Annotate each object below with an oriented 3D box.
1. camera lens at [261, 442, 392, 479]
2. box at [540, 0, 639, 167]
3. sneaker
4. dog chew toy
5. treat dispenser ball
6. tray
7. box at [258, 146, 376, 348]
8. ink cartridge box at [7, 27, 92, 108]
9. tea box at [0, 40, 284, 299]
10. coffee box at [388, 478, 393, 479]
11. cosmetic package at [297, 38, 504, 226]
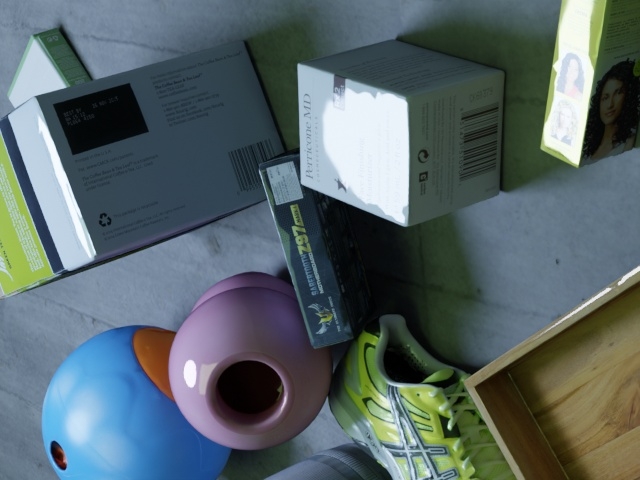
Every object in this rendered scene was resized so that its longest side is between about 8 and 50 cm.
[{"bbox_3d":[-0.007,0.402,1.873,0.219,0.274,0.219,26,126,43],"label":"camera lens"},{"bbox_3d":[0.276,-0.192,1.394,0.058,0.087,0.232,33,131,42],"label":"box"},{"bbox_3d":[0.149,0.244,1.713,0.385,0.145,0.147,42,136,30],"label":"sneaker"},{"bbox_3d":[-0.090,0.136,1.870,0.332,0.206,0.206,-98,1,-73],"label":"dog chew toy"},{"bbox_3d":[-0.269,0.269,2.134,0.288,0.288,0.288,26,126,43],"label":"treat dispenser ball"},{"bbox_3d":[0.331,0.152,1.497,0.203,0.076,0.411,61,143,11],"label":"tray"},{"bbox_3d":[0.000,0.000,1.762,0.059,0.183,0.232,-14,96,14],"label":"box"},{"bbox_3d":[-0.407,-0.195,2.284,0.235,0.056,0.171,56,142,13],"label":"ink cartridge box"},{"bbox_3d":[-0.275,-0.092,1.935,0.323,0.329,0.220,-18,92,55],"label":"tea box"},{"bbox_3d":[0.100,0.357,1.794,0.040,0.184,0.113,-31,83,55],"label":"coffee box"},{"bbox_3d":[0.088,-0.125,1.606,0.184,0.151,0.151,23,122,45],"label":"cosmetic package"}]
